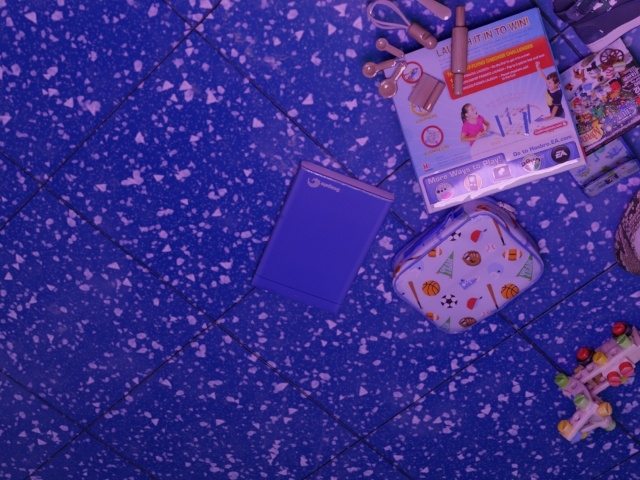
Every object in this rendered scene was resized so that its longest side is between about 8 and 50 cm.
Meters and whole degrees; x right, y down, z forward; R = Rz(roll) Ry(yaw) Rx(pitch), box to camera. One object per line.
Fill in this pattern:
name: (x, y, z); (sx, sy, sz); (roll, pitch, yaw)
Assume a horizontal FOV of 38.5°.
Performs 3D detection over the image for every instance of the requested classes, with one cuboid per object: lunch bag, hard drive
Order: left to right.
hard drive: (0.000, 0.000, 1.991); (0.210, 0.040, 0.318); (20, 120, -8)
lunch bag: (0.312, 0.046, 1.963); (0.243, 0.115, 0.303); (41, 116, -17)
lunch bag: (0.558, -0.162, 1.837); (0.129, 0.096, 0.151); (-32, 125, 20)

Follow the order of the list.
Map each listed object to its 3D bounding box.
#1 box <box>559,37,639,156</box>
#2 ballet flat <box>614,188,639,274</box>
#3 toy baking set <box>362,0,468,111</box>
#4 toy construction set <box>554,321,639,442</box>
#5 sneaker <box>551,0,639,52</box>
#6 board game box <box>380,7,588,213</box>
box: (0.512, -0.257, 1.754); (0.233, 0.044, 0.159); (-33, 73, 20)
ballet flat: (0.720, -0.080, 1.799); (0.164, 0.182, 0.483); (18, 126, -3)
toy baking set: (0.176, -0.368, 1.687); (0.197, 0.030, 0.256); (6, 94, 13)
toy construction set: (0.667, 0.310, 2.040); (0.328, 0.215, 0.151); (-28, 116, 18)
sneaker: (0.521, -0.453, 1.638); (0.163, 0.086, 0.226); (39, 135, -17)
board game box: (0.306, -0.239, 1.727); (0.308, 0.086, 0.302); (-17, 90, 13)
